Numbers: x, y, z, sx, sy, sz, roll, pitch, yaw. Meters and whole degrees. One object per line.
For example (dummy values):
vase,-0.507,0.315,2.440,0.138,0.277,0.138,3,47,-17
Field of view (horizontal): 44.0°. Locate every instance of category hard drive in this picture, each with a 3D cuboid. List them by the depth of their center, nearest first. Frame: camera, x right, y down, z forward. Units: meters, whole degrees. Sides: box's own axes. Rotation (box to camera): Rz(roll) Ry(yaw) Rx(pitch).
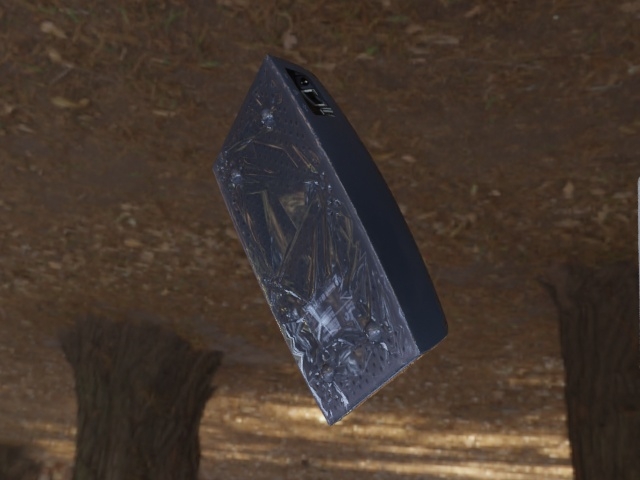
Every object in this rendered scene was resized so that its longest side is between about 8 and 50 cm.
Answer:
hard drive,0.000,0.000,0.624,0.054,0.255,0.172,-14,157,-32

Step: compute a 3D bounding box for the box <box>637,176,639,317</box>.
box,0.444,0.054,0.666,0.345,0.168,0.215,18,160,-42
